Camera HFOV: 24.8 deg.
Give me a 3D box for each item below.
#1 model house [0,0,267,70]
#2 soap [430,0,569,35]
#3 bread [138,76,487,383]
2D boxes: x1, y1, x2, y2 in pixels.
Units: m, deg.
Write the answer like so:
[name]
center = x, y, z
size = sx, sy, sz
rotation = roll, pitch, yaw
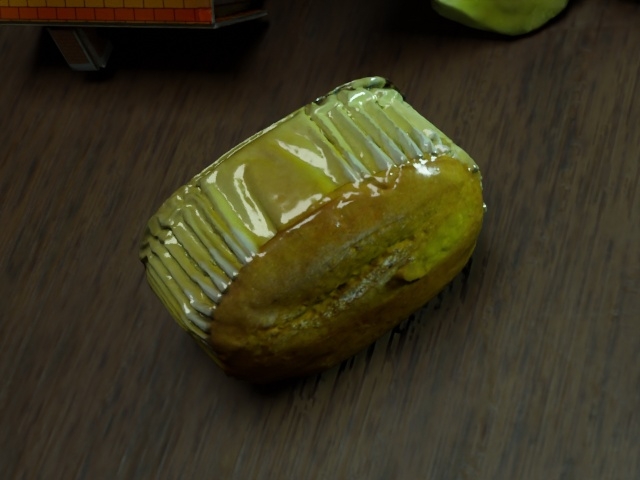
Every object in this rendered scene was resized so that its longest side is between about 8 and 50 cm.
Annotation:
[model house]
center = -0.145, -0.226, 0.994
size = 0.294, 0.207, 0.154
rotation = 3, 61, 21
[soap]
center = 0.101, -0.371, 0.942
size = 0.115, 0.306, 0.427
rotation = -14, 61, 61
[bread]
center = 0.000, 0.000, 0.841
size = 0.190, 0.132, 0.114
rotation = -37, 56, -6
